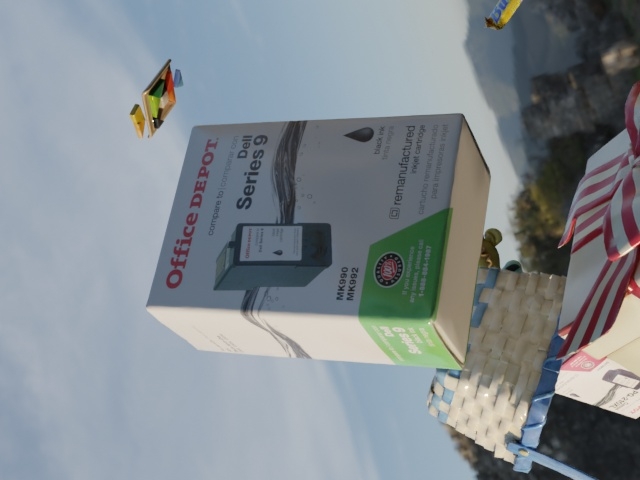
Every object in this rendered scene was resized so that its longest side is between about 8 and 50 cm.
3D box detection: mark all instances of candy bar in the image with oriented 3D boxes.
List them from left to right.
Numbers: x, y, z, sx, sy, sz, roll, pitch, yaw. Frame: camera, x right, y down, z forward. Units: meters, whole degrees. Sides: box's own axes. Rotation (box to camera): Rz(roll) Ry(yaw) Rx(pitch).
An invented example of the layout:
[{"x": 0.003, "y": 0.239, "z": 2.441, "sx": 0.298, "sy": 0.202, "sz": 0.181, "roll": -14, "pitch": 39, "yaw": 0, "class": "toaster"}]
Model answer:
[{"x": 0.256, "y": -0.328, "z": 1.222, "sx": 0.018, "sy": 0.161, "sz": 0.040, "roll": 27, "pitch": -164, "yaw": -25, "class": "candy bar"}]

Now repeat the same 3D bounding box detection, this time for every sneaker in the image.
[{"x": 0.268, "y": 0.059, "z": 1.416, "sx": 0.069, "sy": 0.038, "sz": 0.098, "roll": -74, "pitch": -9, "yaw": -60, "class": "sneaker"}]

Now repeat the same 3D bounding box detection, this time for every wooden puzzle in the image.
[{"x": -0.182, "y": -0.160, "z": 1.129, "sx": 0.078, "sy": 0.014, "sz": 0.116, "roll": 91, "pitch": -162, "yaw": -54, "class": "wooden puzzle"}]

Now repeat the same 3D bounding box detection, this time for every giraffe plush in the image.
[{"x": 0.310, "y": 0.079, "z": 1.900, "sx": 0.181, "sy": 0.210, "sz": 0.170, "roll": -22, "pitch": -106, "yaw": -41, "class": "giraffe plush"}]

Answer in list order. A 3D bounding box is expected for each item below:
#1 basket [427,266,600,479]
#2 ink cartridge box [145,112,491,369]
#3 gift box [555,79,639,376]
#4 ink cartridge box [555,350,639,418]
[{"x": 0.300, "y": 0.168, "z": 1.248, "sx": 0.254, "sy": 0.289, "sz": 0.201, "roll": -59, "pitch": -24, "yaw": -33, "class": "basket"}, {"x": 0.000, "y": 0.000, "z": 0.951, "sx": 0.121, "sy": 0.289, "sz": 0.211, "roll": 50, "pitch": -134, "yaw": -56, "class": "ink cartridge box"}, {"x": 0.343, "y": 0.011, "z": 0.832, "sx": 0.258, "sy": 0.276, "sz": 0.255, "roll": 32, "pitch": -135, "yaw": -12, "class": "gift box"}, {"x": 0.577, "y": 0.249, "z": 1.966, "sx": 0.172, "sy": 0.237, "sz": 0.100, "roll": 123, "pitch": 161, "yaw": -51, "class": "ink cartridge box"}]
